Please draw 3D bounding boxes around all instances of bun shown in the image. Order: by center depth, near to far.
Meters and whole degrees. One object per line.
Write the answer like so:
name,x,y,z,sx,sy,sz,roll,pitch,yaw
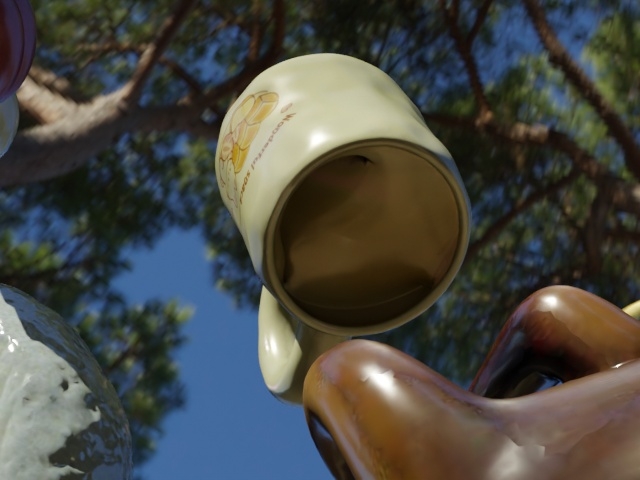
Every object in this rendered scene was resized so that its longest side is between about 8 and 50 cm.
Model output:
bun,-0.285,0.207,1.259,0.362,0.361,0.211,-23,-44,24

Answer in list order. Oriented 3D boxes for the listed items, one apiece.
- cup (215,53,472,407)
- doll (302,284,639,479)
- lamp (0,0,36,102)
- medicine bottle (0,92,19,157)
cup,0.019,-0.006,1.297,0.173,0.202,0.255,-14,-63,-7
doll,0.166,0.102,0.700,0.340,0.318,0.209,-30,-56,-20
lamp,-0.177,-0.092,0.709,0.108,0.107,0.092,13,-72,9
medicine bottle,-0.312,-0.108,1.395,0.110,0.352,0.110,-1,-87,-11
